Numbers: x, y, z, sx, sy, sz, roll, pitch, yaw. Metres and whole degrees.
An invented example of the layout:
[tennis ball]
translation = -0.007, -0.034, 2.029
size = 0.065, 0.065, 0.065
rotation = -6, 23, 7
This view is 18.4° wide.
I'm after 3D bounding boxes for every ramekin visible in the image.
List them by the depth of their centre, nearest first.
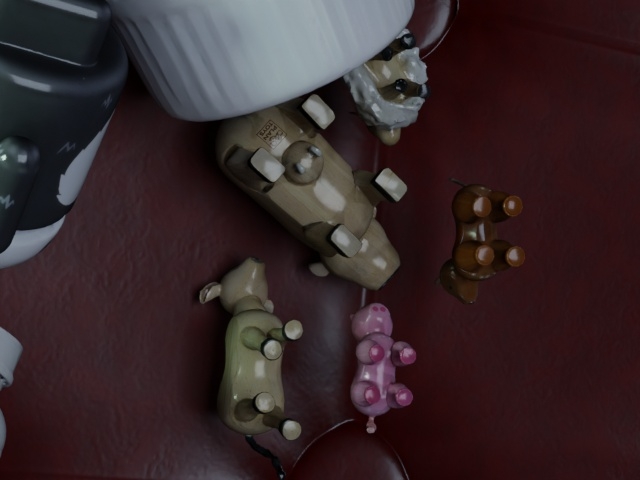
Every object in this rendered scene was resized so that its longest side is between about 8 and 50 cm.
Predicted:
[ramekin]
translation = -0.051, -0.216, 1.728
size = 0.277, 0.277, 0.135
rotation = -36, 114, -27

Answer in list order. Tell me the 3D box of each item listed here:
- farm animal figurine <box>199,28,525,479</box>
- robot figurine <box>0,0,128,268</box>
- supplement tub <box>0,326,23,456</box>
[farm animal figurine]
translation = 0.000, 0.000, 1.817
size = 0.330, 0.172, 0.327
rotation = -32, 101, -18
[robot figurine]
translation = -0.256, -0.105, 1.602
size = 0.173, 0.278, 0.209
rotation = 35, 31, 13
[supplement tub]
translation = -0.386, 0.191, 1.525
size = 0.235, 0.235, 0.325
rotation = 30, 74, -28
